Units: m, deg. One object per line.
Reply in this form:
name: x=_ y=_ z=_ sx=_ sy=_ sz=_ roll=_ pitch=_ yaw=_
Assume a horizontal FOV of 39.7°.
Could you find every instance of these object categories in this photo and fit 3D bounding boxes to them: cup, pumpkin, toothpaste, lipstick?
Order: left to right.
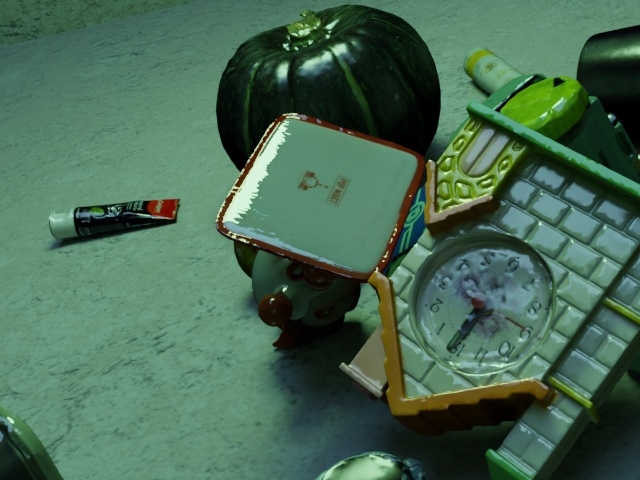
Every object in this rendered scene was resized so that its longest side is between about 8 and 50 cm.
toothpaste: x=-0.312 y=-0.038 z=1.354 sx=0.193 sy=0.045 sz=0.071 roll=-8 pitch=28 yaw=2
pumpkin: x=0.011 y=-0.193 z=1.256 sx=0.323 sy=0.241 sz=0.323 roll=-13 pitch=34 yaw=9
lipstick: x=0.296 y=-0.253 z=1.426 sx=0.059 sy=0.059 sz=0.264 roll=-17 pitch=27 yaw=-2
cup: x=0.424 y=-0.192 z=1.133 sx=0.177 sy=0.166 sz=0.239 roll=5 pitch=32 yaw=40

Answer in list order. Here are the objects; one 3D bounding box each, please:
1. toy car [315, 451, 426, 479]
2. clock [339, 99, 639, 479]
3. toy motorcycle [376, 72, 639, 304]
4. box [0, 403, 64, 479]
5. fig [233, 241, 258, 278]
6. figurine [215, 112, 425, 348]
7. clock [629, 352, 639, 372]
toy car: x=0.058 y=0.226 z=0.644 sx=0.095 sy=0.056 sz=0.205 roll=-22 pitch=24 yaw=-14
clock: x=0.149 y=0.051 z=0.721 sx=0.220 sy=0.106 sz=0.255 roll=34 pitch=84 yaw=31
toy motorcycle: x=0.168 y=-0.012 z=0.932 sx=0.326 sy=0.191 sz=0.200 roll=-41 pitch=24 yaw=-9
box: x=-0.375 y=0.219 z=0.803 sx=0.274 sy=0.138 sz=0.178 roll=12 pitch=42 yaw=43
fig: x=-0.012 y=-0.014 z=1.066 sx=0.185 sy=0.126 sz=0.133 roll=-30 pitch=-10 yaw=-41
figurine: x=-0.009 y=0.026 z=0.898 sx=0.160 sy=0.226 sz=0.183 roll=19 pitch=48 yaw=8
clock: x=0.360 y=0.053 z=0.811 sx=0.148 sy=0.060 sz=0.188 roll=1 pitch=31 yaw=30
